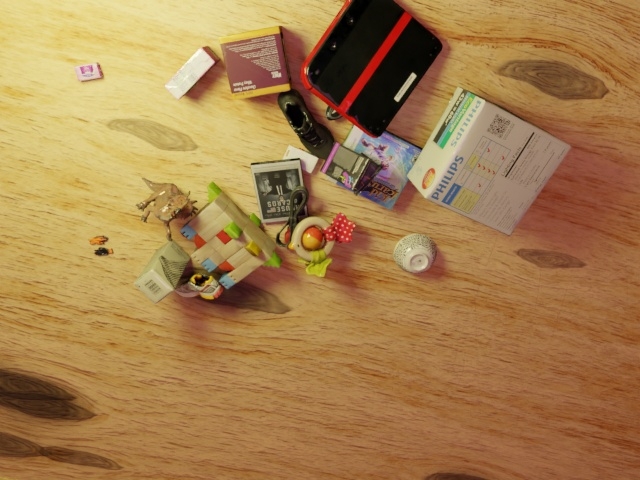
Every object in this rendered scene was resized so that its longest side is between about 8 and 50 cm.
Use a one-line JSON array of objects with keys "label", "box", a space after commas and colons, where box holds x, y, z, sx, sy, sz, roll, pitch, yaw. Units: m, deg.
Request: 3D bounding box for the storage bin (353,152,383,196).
[{"label": "storage bin", "box": [0.136, -0.232, 1.800, 0.091, 0.098, 0.135, 41, 109, -6]}]

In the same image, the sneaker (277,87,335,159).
[{"label": "sneaker", "box": [-0.046, -0.374, 1.771, 0.109, 0.130, 0.286, -36, 118, 15]}]

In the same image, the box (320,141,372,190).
[{"label": "box", "box": [0.084, -0.251, 1.769, 0.029, 0.162, 0.116, 16, 106, -53]}]

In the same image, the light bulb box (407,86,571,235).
[{"label": "light bulb box", "box": [0.548, -0.262, 1.750, 0.361, 0.225, 0.357, 21, 112, -19]}]

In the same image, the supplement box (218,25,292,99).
[{"label": "supplement box", "box": [-0.204, -0.574, 1.689, 0.192, 0.129, 0.194, -9, 113, 4]}]

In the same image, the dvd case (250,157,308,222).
[{"label": "dvd case", "box": [-0.146, -0.178, 1.901, 0.180, 0.029, 0.238, -6, 121, 3]}]

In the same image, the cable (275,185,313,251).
[{"label": "cable", "box": [-0.099, -0.076, 1.931, 0.140, 0.072, 0.287, 3, 119, 7]}]

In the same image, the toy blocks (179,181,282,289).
[{"label": "toy blocks", "box": [-0.361, 0.009, 1.937, 0.261, 0.190, 0.381, -35, 110, 25]}]

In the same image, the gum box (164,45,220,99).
[{"label": "gum box", "box": [-0.421, -0.546, 1.713, 0.188, 0.107, 0.062, -40, 108, 15]}]

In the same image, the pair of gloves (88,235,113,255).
[{"label": "pair of gloves", "box": [-0.843, 0.020, 2.013, 0.074, 0.010, 0.083, -10, 116, 3]}]

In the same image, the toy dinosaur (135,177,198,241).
[{"label": "toy dinosaur", "box": [-0.532, -0.140, 1.845, 0.200, 0.295, 0.127, -42, 143, 18]}]

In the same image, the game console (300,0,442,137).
[{"label": "game console", "box": [0.162, -0.579, 1.689, 0.342, 0.060, 0.386, 34, 95, -18]}]

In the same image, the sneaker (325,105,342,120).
[{"label": "sneaker", "box": [0.102, -0.462, 1.767, 0.188, 0.078, 0.067, -22, 112, 9]}]

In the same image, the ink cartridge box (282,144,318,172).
[{"label": "ink cartridge box", "box": [-0.071, -0.294, 1.868, 0.115, 0.029, 0.062, 24, 112, -9]}]

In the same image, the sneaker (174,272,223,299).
[{"label": "sneaker", "box": [-0.478, 0.162, 2.004, 0.225, 0.088, 0.092, -1, 130, 27]}]

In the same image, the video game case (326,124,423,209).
[{"label": "video game case", "box": [0.193, -0.271, 1.862, 0.270, 0.061, 0.244, 24, 112, -11]}]

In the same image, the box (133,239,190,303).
[{"label": "box", "box": [-0.570, 0.108, 1.908, 0.094, 0.275, 0.113, -36, 110, 14]}]

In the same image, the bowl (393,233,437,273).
[{"label": "bowl", "box": [0.369, 0.065, 2.000, 0.170, 0.080, 0.170, 0, 113, 0]}]

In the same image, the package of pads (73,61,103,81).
[{"label": "package of pads", "box": [-0.774, -0.563, 1.745, 0.083, 0.032, 0.050, -8, 115, 3]}]

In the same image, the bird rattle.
[{"label": "bird rattle", "box": [0.000, 0.000, 1.900, 0.207, 0.143, 0.253, 30, 97, -27]}]
